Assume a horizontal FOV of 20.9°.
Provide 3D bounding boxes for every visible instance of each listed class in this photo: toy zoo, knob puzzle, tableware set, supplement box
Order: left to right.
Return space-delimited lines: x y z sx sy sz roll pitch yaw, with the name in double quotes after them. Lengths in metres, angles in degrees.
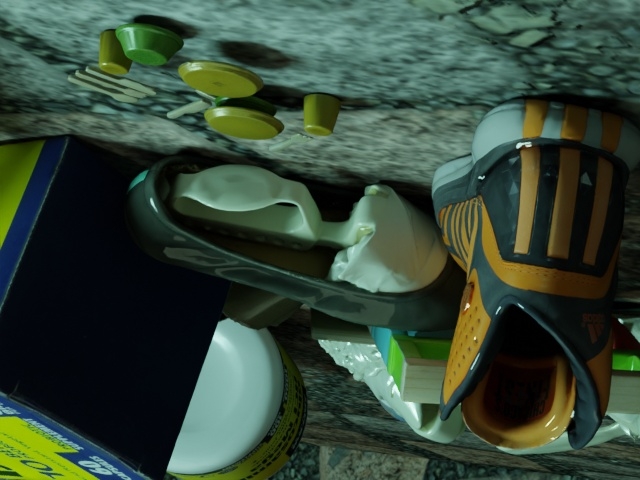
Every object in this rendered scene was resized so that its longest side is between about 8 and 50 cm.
-0.275 0.063 1.353 0.356 0.195 0.194 -4 148 43 "supplement box"
-0.059 -0.090 0.991 0.154 0.024 0.104 18 163 -29 "tableware set"
0.087 0.070 1.430 0.213 0.030 0.213 5 -168 -1 "knob puzzle"
0.134 0.068 1.319 0.192 0.030 0.293 4 -167 -6 "toy zoo"

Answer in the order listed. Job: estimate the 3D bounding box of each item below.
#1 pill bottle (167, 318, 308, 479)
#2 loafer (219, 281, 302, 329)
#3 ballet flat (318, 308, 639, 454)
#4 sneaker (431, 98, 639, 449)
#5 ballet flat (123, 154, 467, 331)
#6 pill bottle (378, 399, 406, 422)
-0.113 0.174 1.894 0.188 0.188 0.334 8 169 9 "pill bottle"
-0.028 0.031 1.376 0.094 0.087 0.251 18 166 -34 "loafer"
0.145 0.120 1.543 0.409 0.147 0.147 1 165 40 "ballet flat"
0.116 0.040 1.063 0.124 0.180 0.321 9 168 6 "sneaker"
0.000 0.000 1.209 0.280 0.095 0.096 11 154 -4 "ballet flat"
0.098 0.147 1.829 0.087 0.087 0.160 8 169 9 "pill bottle"
